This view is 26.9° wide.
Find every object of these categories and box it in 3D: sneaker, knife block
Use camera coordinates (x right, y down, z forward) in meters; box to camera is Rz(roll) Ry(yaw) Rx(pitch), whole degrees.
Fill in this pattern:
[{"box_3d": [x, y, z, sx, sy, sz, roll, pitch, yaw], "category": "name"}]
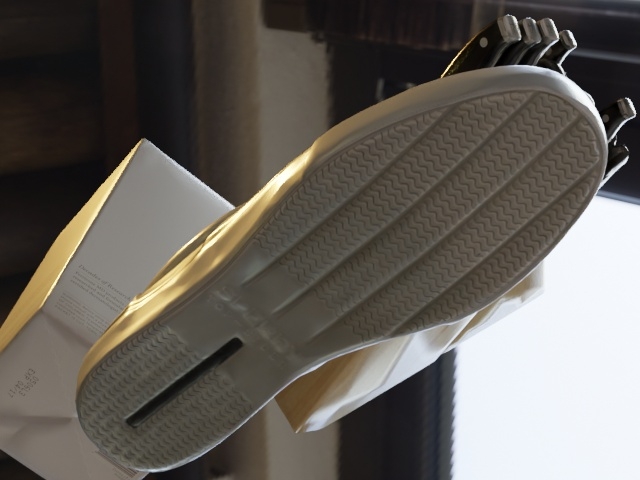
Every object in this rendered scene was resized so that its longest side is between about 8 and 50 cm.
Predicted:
[{"box_3d": [0.000, 0.000, 0.562, 0.094, 0.258, 0.091, 51, -156, -20], "category": "sneaker"}, {"box_3d": [0.063, -0.014, 0.847, 0.276, 0.088, 0.242, -30, -28, -5], "category": "knife block"}]

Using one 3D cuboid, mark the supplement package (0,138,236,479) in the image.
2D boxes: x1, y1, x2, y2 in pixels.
[{"box_3d": [-0.188, 0.075, 1.282, 0.175, 0.177, 0.293, 37, -146, -13], "category": "supplement package"}]
